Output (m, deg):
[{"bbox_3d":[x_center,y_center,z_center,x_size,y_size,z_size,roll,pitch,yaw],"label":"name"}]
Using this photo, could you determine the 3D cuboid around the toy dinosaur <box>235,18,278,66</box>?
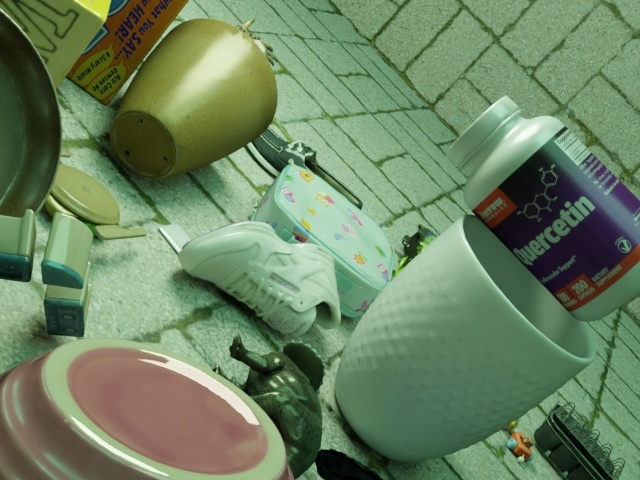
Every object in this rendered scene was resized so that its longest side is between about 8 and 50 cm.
[{"bbox_3d":[-0.181,-0.323,1.612,0.127,0.200,0.296,22,7,-29],"label":"toy dinosaur"}]

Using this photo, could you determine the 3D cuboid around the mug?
[{"bbox_3d":[0.209,0.163,1.317,0.276,0.328,0.374,49,23,10],"label":"mug"}]

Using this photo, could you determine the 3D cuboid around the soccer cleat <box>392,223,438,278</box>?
[{"bbox_3d":[0.225,0.060,1.822,0.121,0.093,0.289,48,23,-10],"label":"soccer cleat"}]

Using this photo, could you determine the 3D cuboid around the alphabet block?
[{"bbox_3d":[-0.441,-0.339,1.255,0.193,0.197,0.192,32,26,-28],"label":"alphabet block"}]

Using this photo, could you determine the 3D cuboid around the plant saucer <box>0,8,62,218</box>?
[{"bbox_3d":[-0.429,-0.130,0.930,0.311,0.050,0.310,1,88,-51],"label":"plant saucer"}]

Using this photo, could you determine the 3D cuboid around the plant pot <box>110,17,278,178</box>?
[{"bbox_3d":[-0.229,-0.211,1.400,0.237,0.237,0.254,42,38,-5],"label":"plant pot"}]

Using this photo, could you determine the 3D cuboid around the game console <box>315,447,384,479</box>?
[{"bbox_3d":[0.153,0.365,1.059,0.361,0.213,0.044,37,60,-10],"label":"game console"}]

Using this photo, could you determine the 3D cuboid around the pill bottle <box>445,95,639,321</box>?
[{"bbox_3d":[0.335,-0.051,1.232,0.323,0.181,0.181,47,23,6],"label":"pill bottle"}]

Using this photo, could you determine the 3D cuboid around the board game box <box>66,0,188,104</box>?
[{"bbox_3d":[-0.379,-0.529,1.475,0.356,0.356,0.356,36,25,-18],"label":"board game box"}]

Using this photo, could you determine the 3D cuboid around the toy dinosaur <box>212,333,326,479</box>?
[{"bbox_3d":[-0.053,0.213,1.068,0.160,0.121,0.313,19,27,-21],"label":"toy dinosaur"}]

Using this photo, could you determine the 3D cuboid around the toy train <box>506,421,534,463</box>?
[{"bbox_3d":[0.344,0.337,1.606,0.166,0.046,0.125,39,23,-14],"label":"toy train"}]

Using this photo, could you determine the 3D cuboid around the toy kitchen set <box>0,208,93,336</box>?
[{"bbox_3d":[-0.353,0.053,0.894,0.207,0.166,0.122,9,58,-9],"label":"toy kitchen set"}]

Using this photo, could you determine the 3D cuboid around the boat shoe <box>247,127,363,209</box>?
[{"bbox_3d":[-0.036,-0.149,1.738,0.302,0.091,0.114,46,23,3],"label":"boat shoe"}]

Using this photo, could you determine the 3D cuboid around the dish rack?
[{"bbox_3d":[0.542,0.425,1.751,0.208,0.074,0.271,51,23,13],"label":"dish rack"}]

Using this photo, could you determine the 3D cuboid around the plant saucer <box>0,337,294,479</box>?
[{"bbox_3d":[-0.163,0.194,0.832,0.332,0.084,0.332,25,12,-6],"label":"plant saucer"}]

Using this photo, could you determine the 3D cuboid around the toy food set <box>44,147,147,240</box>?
[{"bbox_3d":[-0.335,-0.056,1.171,0.192,0.038,0.132,45,15,14],"label":"toy food set"}]

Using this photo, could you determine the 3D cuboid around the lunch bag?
[{"bbox_3d":[0.000,0.000,1.527,0.279,0.108,0.224,38,28,-11],"label":"lunch bag"}]

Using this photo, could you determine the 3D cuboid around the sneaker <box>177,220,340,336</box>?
[{"bbox_3d":[-0.074,0.061,1.290,0.305,0.114,0.152,15,49,-43],"label":"sneaker"}]

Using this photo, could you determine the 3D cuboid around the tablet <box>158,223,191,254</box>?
[{"bbox_3d":[-0.207,0.008,1.301,0.083,0.006,0.054,50,23,12],"label":"tablet"}]
